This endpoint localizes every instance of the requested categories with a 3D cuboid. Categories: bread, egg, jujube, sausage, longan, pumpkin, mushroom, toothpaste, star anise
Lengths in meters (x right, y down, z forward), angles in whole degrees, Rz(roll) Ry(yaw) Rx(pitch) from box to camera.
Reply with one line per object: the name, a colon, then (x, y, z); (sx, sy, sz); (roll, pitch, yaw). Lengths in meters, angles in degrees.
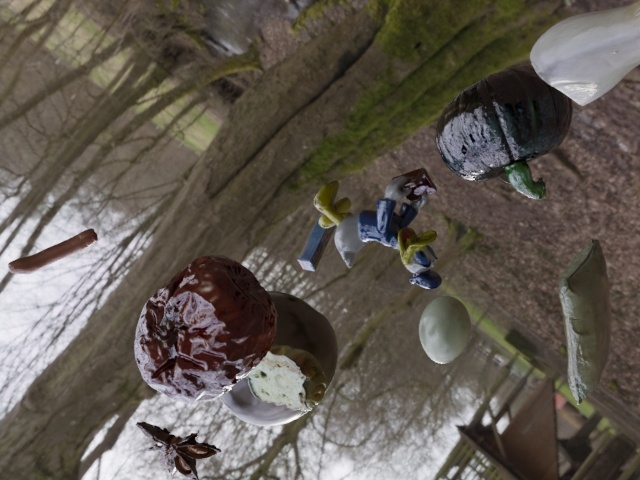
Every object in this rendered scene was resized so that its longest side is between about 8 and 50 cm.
bread: (-0.075, 0.269, 1.169); (0.088, 0.127, 0.232); (-16, -171, -41)
egg: (0.279, 0.201, 1.301); (0.114, 0.152, 0.114); (5, 180, 0)
jujube: (-0.192, 0.147, 0.970); (0.213, 0.232, 0.213); (42, -168, -11)
sausage: (-0.567, 0.027, 1.234); (0.043, 0.186, 0.043); (55, 162, 28)
longan: (-0.127, 0.310, 1.529); (0.361, 0.360, 0.361); (37, 180, 0)
pumpkin: (0.342, -0.181, 1.048); (0.248, 0.248, 0.248); (37, 180, 0)
mushroom: (0.353, -0.245, 0.713); (0.116, 0.093, 0.225); (36, 158, -9)
toothpaste: (0.000, 0.000, 1.655); (0.044, 0.193, 0.070); (9, 147, 28)
star anise: (-0.340, 0.513, 1.382); (0.213, 0.156, 0.053); (3, -163, 9)

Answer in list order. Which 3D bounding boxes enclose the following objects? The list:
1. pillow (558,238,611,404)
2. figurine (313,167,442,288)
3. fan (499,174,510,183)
pillow: (0.537, 0.160, 1.169); (0.075, 0.185, 0.302); (7, 124, 42)
figurine: (0.176, -0.028, 1.343); (0.338, 0.283, 0.205); (50, -167, 21)
fan: (0.522, -0.195, 1.662); (0.113, 0.176, 0.005); (59, 153, 29)
